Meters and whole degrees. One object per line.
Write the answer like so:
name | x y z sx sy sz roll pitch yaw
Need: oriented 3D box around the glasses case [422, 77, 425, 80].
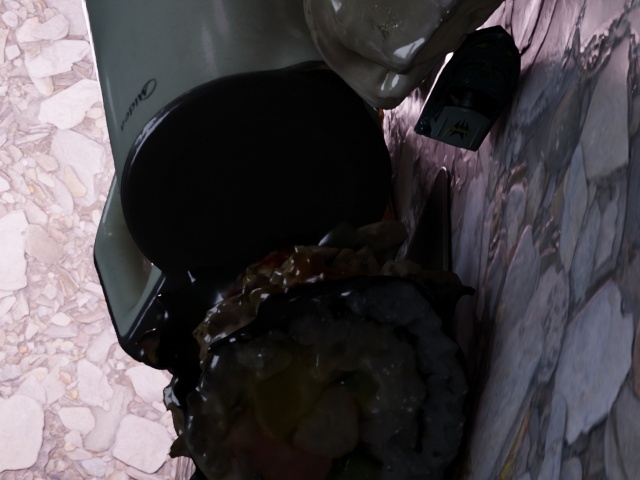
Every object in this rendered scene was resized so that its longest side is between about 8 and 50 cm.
glasses case | 0.062 -0.164 1.713 0.178 0.067 0.045 142 136 -78

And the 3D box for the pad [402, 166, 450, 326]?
pad | 0.035 0.151 1.578 0.375 0.063 0.315 107 168 -46

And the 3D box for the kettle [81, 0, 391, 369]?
kettle | -0.105 -0.102 1.625 0.361 0.250 0.376 -52 28 25

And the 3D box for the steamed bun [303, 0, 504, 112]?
steamed bun | 0.059 -0.209 1.327 0.211 0.144 0.218 -47 11 44

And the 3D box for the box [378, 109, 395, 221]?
box | -0.031 0.036 1.871 0.225 0.143 0.341 -93 14 -53

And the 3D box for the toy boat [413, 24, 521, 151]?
toy boat | 0.114 -0.115 1.360 0.141 0.055 0.060 116 170 -57

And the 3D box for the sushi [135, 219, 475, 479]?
sushi | -0.011 0.104 1.365 0.219 0.239 0.225 -142 53 -61
